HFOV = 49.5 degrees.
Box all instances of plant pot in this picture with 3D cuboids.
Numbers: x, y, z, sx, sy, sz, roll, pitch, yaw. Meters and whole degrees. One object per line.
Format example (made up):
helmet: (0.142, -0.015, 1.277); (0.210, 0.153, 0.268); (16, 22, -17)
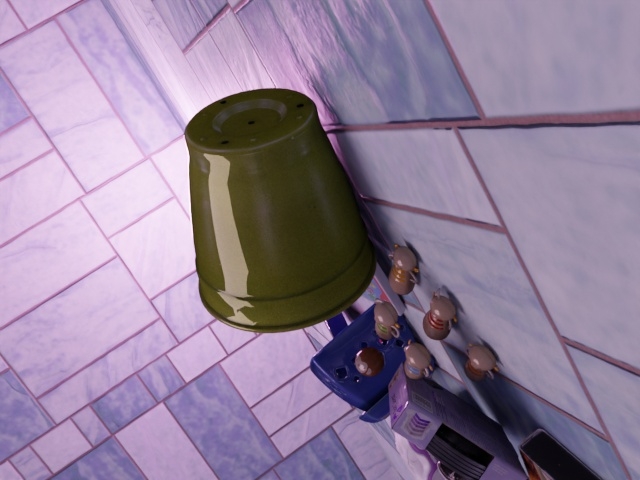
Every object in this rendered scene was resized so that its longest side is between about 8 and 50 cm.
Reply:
plant pot: (-0.098, -0.080, 1.303); (0.366, 0.366, 0.353); (44, 154, 48)
plant pot: (0.127, 0.299, 1.648); (0.212, 0.236, 0.236); (49, 168, 11)

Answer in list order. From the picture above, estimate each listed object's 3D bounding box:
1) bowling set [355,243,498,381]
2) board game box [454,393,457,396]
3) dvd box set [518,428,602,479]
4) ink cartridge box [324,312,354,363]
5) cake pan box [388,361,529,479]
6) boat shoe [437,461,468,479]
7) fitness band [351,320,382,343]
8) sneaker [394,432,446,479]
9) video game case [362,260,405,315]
bowling set: (0.160, 0.175, 1.233); (0.287, 0.200, 0.154); (48, 166, 21)
board game box: (0.300, 0.440, 1.587); (0.145, 0.027, 0.281); (42, 154, 8)
dvd box set: (0.496, 0.546, 1.167); (0.307, 0.062, 0.420); (42, 162, 55)
ink cartridge box: (0.047, 0.261, 2.140); (0.371, 0.069, 0.176); (-118, 3, -71)
cake pan box: (0.244, 0.347, 1.283); (0.246, 0.070, 0.267); (31, -173, 0)
boat shoe: (0.344, 0.593, 1.728); (0.125, 0.046, 0.038); (46, 164, 24)
fitness band: (0.166, 0.312, 1.997); (0.209, 0.054, 0.291); (58, 169, 5)
sneaker: (0.325, 0.693, 2.219); (0.152, 0.114, 0.305); (-2, 113, 64)
video game case: (0.044, 0.057, 1.544); (0.285, 0.025, 0.204); (24, 160, 39)
